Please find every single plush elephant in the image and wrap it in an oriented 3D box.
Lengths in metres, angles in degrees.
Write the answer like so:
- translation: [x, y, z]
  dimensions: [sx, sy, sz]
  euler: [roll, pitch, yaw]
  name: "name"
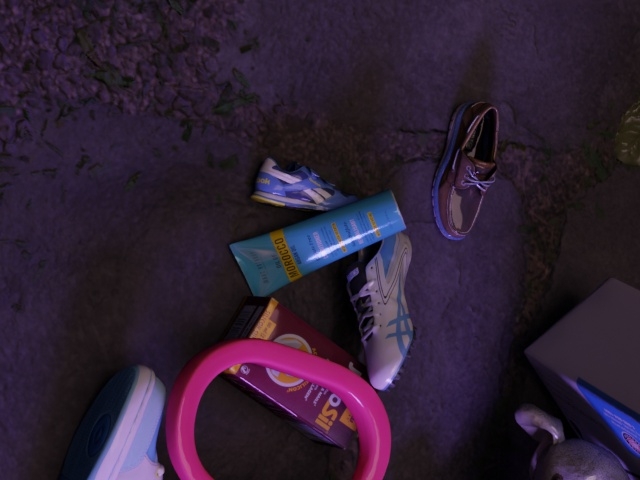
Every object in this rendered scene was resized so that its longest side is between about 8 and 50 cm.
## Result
- translation: [0.293, 0.358, 1.821]
  dimensions: [0.330, 0.272, 0.255]
  euler: [-40, 145, -42]
  name: "plush elephant"

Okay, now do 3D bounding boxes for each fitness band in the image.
- translation: [-0.047, 0.228, 1.721]
  dimensions: [0.291, 0.054, 0.209]
  euler: [22, 73, -28]
  name: "fitness band"

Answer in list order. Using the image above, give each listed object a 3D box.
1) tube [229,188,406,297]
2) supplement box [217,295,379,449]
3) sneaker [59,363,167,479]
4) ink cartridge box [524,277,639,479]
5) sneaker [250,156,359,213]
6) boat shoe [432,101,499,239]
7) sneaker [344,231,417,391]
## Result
- translation: [0.000, 0.000, 1.816]
  dimensions: [0.207, 0.052, 0.080]
  euler: [-23, 104, 4]
  name: "tube"
- translation: [-0.030, 0.160, 1.813]
  dimensions: [0.188, 0.081, 0.104]
  euler: [37, 74, -22]
  name: "supplement box"
- translation: [-0.194, 0.312, 1.710]
  dimensions: [0.208, 0.127, 0.319]
  euler: [21, 90, -23]
  name: "sneaker"
- translation: [0.473, 0.274, 1.910]
  dimensions: [0.166, 0.285, 0.395]
  euler: [-39, 115, -9]
  name: "ink cartridge box"
- translation: [-0.014, -0.065, 1.838]
  dimensions: [0.144, 0.053, 0.059]
  euler: [10, 83, -27]
  name: "sneaker"
- translation: [0.191, -0.092, 1.931]
  dimensions: [0.066, 0.066, 0.183]
  euler: [9, 86, -26]
  name: "boat shoe"
- translation: [0.067, 0.079, 1.823]
  dimensions: [0.086, 0.085, 0.237]
  euler: [18, 49, -21]
  name: "sneaker"
